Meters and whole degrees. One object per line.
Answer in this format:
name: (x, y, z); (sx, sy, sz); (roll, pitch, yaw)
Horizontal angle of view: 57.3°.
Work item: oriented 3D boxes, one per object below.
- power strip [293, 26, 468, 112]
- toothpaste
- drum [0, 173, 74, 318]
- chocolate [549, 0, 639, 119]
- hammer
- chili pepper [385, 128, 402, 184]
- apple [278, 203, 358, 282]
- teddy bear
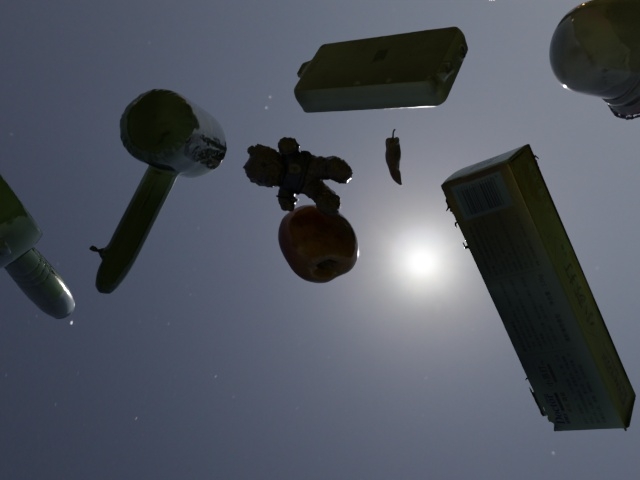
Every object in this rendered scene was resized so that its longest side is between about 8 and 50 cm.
power strip: (0.082, -0.242, 0.840); (0.046, 0.270, 0.118); (53, -125, -42)
toothpaste: (0.237, 0.059, 0.629); (0.071, 0.089, 0.312); (-34, -79, -50)
drum: (-0.244, -0.015, 0.428); (0.049, 0.253, 0.130); (-37, -95, -22)
chocolate: (0.428, -0.299, 0.887); (0.147, 0.221, 0.221); (11, -129, -5)
hammer: (-0.276, -0.069, 0.928); (0.119, 0.335, 0.206); (29, -178, 11)
chili pepper: (0.200, -0.226, 1.599); (0.050, 0.041, 0.153); (-12, -76, -26)
apple: (0.000, 0.000, 1.392); (0.195, 0.160, 0.173); (26, -153, -37)
teddy bear: (-0.046, -0.143, 1.302); (0.251, 0.182, 0.129); (19, -155, 15)
